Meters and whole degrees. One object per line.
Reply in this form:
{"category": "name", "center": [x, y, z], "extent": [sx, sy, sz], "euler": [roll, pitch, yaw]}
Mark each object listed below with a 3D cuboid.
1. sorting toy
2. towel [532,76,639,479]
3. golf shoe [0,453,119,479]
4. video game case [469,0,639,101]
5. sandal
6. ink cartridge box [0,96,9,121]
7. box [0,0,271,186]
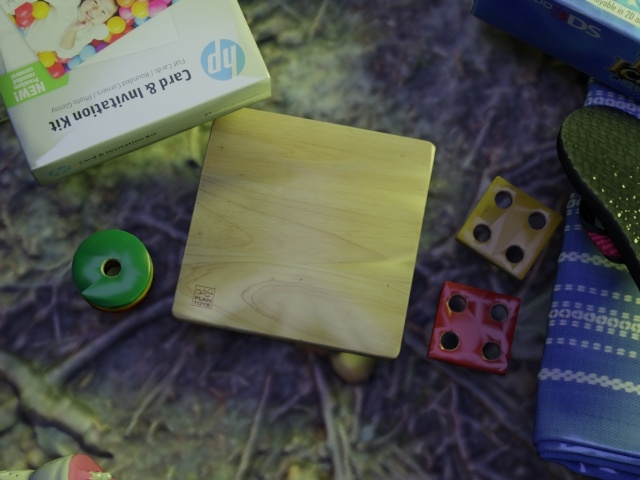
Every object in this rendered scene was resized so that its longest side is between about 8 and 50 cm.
{"category": "sorting toy", "center": [0.000, 0.000, 0.853], "extent": [0.274, 0.046, 0.132], "euler": [10, 75, 2]}
{"category": "towel", "center": [0.262, 0.002, 0.836], "extent": [0.243, 0.040, 0.336], "euler": [12, 62, 4]}
{"category": "golf shoe", "center": [-0.168, 0.270, 0.760], "extent": [0.140, 0.115, 0.306], "euler": [-5, 69, 9]}
{"category": "video game case", "center": [0.267, -0.178, 0.867], "extent": [0.269, 0.061, 0.244], "euler": [29, 66, 11]}
{"category": "sandal", "center": [0.173, -0.006, 0.786], "extent": [0.067, 0.040, 0.179], "euler": [-4, 49, -16]}
{"category": "ink cartridge box", "center": [-0.302, -0.157, 0.885], "extent": [0.171, 0.056, 0.235], "euler": [-24, 74, -7]}
{"category": "box", "center": [-0.130, -0.143, 0.829], "extent": [0.145, 0.038, 0.186], "euler": [-22, 79, -7]}
